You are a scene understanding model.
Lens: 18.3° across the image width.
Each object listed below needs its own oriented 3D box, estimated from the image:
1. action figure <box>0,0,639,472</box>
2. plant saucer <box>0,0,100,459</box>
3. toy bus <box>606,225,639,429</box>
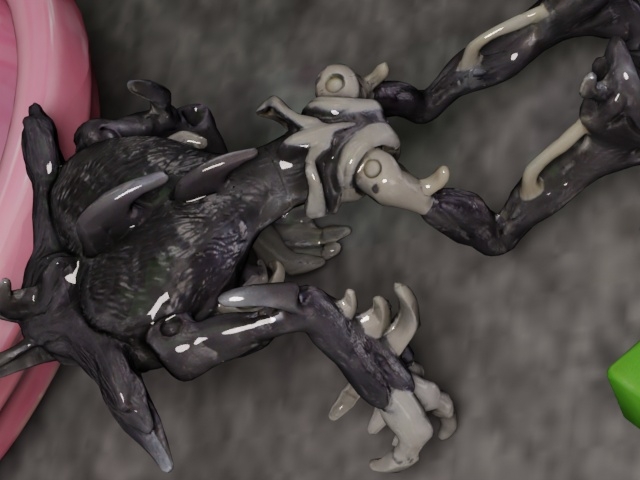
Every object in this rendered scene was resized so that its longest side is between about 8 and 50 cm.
[{"bbox_3d":[0.000,0.000,0.696,0.275,0.141,0.164,-24,51,1],"label":"action figure"},{"bbox_3d":[-0.208,0.019,0.847,0.332,0.084,0.332,-26,46,30],"label":"plant saucer"},{"bbox_3d":[0.181,0.011,0.557,0.191,0.104,0.202,-30,43,0],"label":"toy bus"}]
